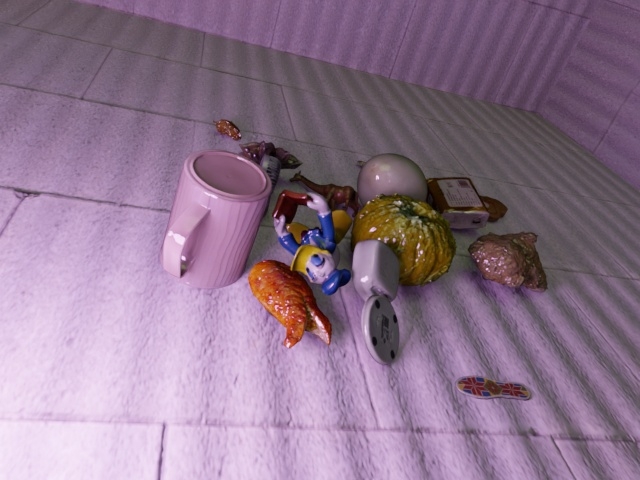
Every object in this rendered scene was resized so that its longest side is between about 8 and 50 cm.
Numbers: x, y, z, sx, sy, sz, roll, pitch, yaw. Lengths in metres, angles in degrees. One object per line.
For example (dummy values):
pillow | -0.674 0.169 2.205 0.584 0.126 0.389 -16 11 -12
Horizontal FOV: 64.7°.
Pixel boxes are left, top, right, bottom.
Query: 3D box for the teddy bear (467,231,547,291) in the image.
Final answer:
teddy bear | 0.567 0.060 1.540 0.267 0.156 0.256 39 39 27

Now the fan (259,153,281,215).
fan | -0.175 -0.161 1.536 0.074 0.130 0.244 17 43 -13

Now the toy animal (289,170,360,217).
toy animal | 0.012 -0.157 1.674 0.224 0.066 0.229 -4 45 -2

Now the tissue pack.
tissue pack | 0.480 -0.137 1.812 0.183 0.091 0.226 -3 42 -4

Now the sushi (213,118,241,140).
sushi | -0.344 -0.414 1.877 0.118 0.061 0.060 19 20 -2

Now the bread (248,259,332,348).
bread | -0.070 0.135 1.153 0.139 0.095 0.269 -4 34 -35

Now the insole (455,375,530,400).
insole | 0.397 0.341 1.163 0.194 0.006 0.065 9 33 -14

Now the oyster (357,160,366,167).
oyster | 0.173 -0.295 2.000 0.054 0.019 0.083 -8 43 -33

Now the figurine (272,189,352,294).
figurine | 0.000 0.000 1.230 0.205 0.283 0.338 -24 35 1

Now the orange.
orange | 0.237 -0.005 1.408 0.301 0.223 0.300 16 37 -4

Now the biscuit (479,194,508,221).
biscuit | 0.601 -0.135 1.954 0.295 0.044 0.186 -6 42 -33

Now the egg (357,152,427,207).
egg | 0.222 -0.172 1.612 0.218 0.218 0.295 41 6 32

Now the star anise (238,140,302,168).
star anise | -0.181 -0.278 1.673 0.197 0.073 0.212 21 -11 -34

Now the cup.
cup | -0.266 -0.042 1.158 0.288 0.273 0.208 -15 52 -44

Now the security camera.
security camera | 0.127 0.142 1.183 0.157 0.080 0.301 41 44 -44
